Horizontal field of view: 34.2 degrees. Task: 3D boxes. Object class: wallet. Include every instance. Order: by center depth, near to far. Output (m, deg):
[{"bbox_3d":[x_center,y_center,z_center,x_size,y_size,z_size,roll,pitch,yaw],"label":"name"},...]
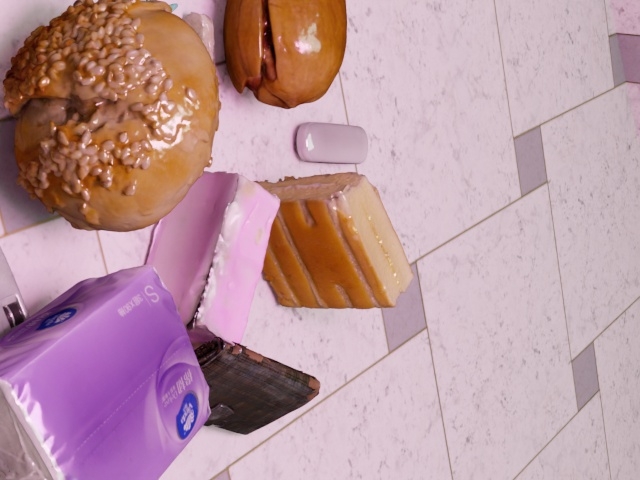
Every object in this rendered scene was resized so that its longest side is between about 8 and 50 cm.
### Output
[{"bbox_3d":[-0.133,0.233,1.602,0.317,0.169,0.044,34,26,-59],"label":"wallet"}]

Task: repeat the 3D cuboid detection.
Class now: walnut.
[{"bbox_3d":[-0.055,-0.380,1.702,0.209,0.209,0.336,15,80,-51],"label":"walnut"}]

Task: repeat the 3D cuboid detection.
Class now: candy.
[{"bbox_3d":[-0.176,0.029,1.582,0.116,0.156,0.265,32,65,-46],"label":"candy"}]

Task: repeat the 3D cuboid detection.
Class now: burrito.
[{"bbox_3d":[-0.190,-0.288,1.653,0.055,0.041,0.149,-15,102,-65],"label":"burrito"}]

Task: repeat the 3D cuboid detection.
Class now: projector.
[{"bbox_3d":[-0.440,0.080,1.303,0.115,0.061,0.147,-26,98,-47],"label":"projector"}]

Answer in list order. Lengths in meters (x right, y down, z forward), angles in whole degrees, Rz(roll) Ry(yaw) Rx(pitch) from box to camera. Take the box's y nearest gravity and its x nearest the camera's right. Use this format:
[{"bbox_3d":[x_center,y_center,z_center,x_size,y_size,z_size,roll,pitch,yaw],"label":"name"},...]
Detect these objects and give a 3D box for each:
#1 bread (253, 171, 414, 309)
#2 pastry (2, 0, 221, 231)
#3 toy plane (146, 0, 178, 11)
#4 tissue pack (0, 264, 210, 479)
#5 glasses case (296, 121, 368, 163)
[{"bbox_3d":[0.000,0.000,1.747,0.111,0.239,0.246,-57,133,-43],"label":"bread"},{"bbox_3d":[-0.277,-0.173,1.343,0.184,0.285,0.315,38,57,-74],"label":"pastry"},{"bbox_3d":[-0.274,-0.393,1.533,0.096,0.060,0.235,-52,126,-28],"label":"toy plane"},{"bbox_3d":[-0.287,0.204,1.251,0.242,0.160,0.338,69,25,-14],"label":"tissue pack"},{"bbox_3d":[0.024,-0.179,1.921,0.193,0.049,0.074,-4,93,-51],"label":"glasses case"}]
